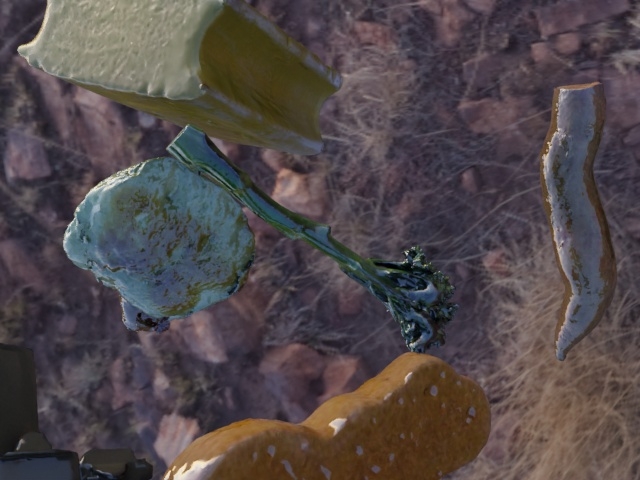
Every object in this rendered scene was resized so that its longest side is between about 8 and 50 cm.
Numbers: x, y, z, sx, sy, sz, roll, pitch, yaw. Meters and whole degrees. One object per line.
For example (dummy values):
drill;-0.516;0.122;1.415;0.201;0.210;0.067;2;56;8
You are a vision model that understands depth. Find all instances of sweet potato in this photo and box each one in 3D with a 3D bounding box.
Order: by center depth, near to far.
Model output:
sweet potato;0.252;-0.010;0.903;0.067;0.059;0.281;-3;100;21

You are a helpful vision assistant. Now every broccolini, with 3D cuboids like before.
broccolini;0.006;-0.005;0.670;0.254;0.071;0.057;37;109;-20

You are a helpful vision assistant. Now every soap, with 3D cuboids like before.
soap;-0.168;-0.229;1.190;0.293;0.335;0.156;13;89;24

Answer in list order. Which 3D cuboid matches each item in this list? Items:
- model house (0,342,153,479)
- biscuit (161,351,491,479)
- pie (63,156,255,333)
model house;-0.236;0.179;0.592;0.204;0.243;0.211;-38;56;56
biscuit;-0.014;0.196;0.540;0.047;0.333;0.202;-4;101;52
pie;-0.226;0.007;1.352;0.257;0.105;0.274;-22;128;12
